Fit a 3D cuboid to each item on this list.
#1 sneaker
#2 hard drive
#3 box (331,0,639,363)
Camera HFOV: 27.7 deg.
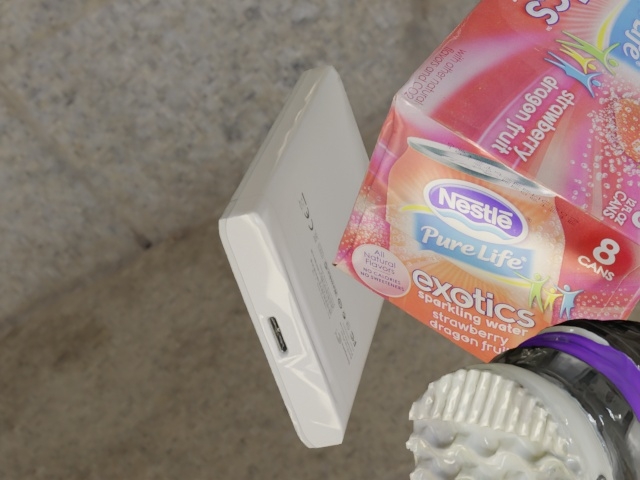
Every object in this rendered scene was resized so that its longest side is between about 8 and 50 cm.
[{"bbox_3d":[0.133,0.167,0.546,0.102,0.293,0.146,4,20,41],"label":"sneaker"},{"bbox_3d":[0.000,0.000,1.245,0.047,0.233,0.353,-12,24,18],"label":"hard drive"},{"bbox_3d":[0.156,-0.075,0.739,0.300,0.154,0.142,-48,-14,-38],"label":"box"}]
